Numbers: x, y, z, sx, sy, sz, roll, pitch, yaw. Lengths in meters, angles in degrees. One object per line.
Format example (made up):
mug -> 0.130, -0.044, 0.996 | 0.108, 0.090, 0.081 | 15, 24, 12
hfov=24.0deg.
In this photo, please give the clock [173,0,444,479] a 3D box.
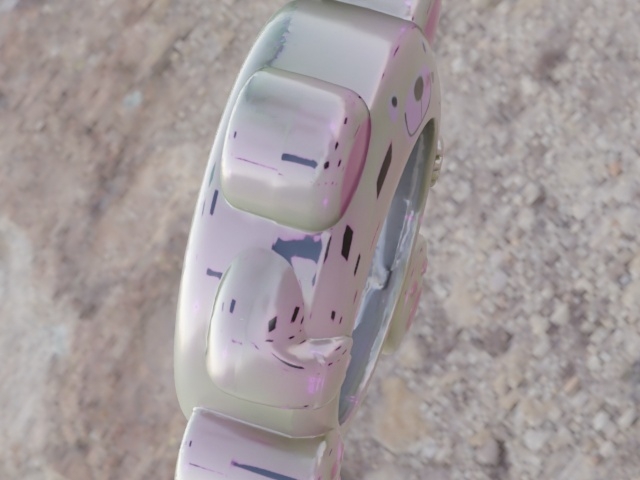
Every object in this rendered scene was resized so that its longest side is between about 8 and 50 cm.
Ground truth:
clock -> 0.000, 0.000, 0.920 | 0.114, 0.310, 0.284 | 17, 38, 11
